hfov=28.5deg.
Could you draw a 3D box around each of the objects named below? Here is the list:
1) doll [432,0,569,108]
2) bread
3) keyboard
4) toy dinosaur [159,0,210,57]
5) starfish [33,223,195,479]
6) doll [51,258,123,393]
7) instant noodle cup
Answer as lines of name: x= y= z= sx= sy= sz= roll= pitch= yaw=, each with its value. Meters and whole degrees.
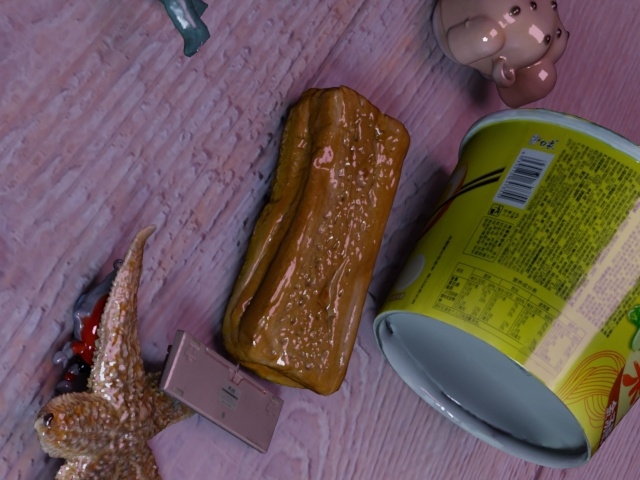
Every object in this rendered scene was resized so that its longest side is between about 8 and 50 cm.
doll: x=0.209 y=-0.270 z=1.341 sx=0.154 sy=0.119 sz=0.278 roll=45 pitch=48 yaw=-29
bread: x=0.001 y=0.000 z=1.139 sx=0.139 sy=0.077 sz=0.271 roll=30 pitch=67 yaw=-39
keyboard: x=-0.081 y=0.126 z=1.049 sx=0.166 sy=0.017 sz=0.055 roll=44 pitch=59 yaw=-52
toy dinosaur: x=-0.181 y=-0.334 z=1.021 sx=0.331 sy=0.129 sz=0.383 roll=38 pitch=60 yaw=-22
starfish: x=-0.147 y=0.140 z=0.999 sx=0.231 sy=0.048 sz=0.295 roll=26 pitch=73 yaw=-54
doll: x=-0.176 y=0.069 z=1.002 sx=0.057 sy=0.039 sz=0.114 roll=20 pitch=78 yaw=-15
instant noodle cup: x=0.203 y=0.058 z=1.188 sx=0.311 sy=0.311 sz=0.221 roll=49 pitch=67 yaw=-26
